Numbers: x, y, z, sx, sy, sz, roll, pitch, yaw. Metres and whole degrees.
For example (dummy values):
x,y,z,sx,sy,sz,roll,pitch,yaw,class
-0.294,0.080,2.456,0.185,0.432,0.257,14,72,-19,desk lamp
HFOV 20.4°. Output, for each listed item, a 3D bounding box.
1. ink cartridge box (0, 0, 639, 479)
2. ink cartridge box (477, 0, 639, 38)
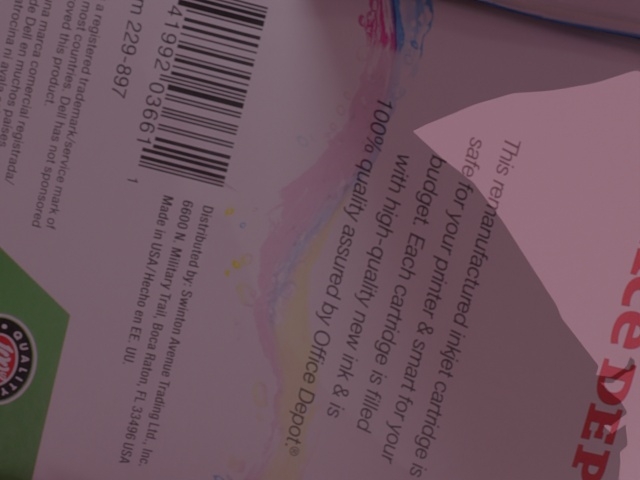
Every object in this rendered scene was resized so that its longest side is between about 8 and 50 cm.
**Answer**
x,y,z,sx,sy,sz,roll,pitch,yaw,class
0.000,0.000,0.487,0.212,0.093,0.154,14,102,-3,ink cartridge box
0.030,-0.140,0.446,0.082,0.190,0.139,5,105,-33,ink cartridge box
